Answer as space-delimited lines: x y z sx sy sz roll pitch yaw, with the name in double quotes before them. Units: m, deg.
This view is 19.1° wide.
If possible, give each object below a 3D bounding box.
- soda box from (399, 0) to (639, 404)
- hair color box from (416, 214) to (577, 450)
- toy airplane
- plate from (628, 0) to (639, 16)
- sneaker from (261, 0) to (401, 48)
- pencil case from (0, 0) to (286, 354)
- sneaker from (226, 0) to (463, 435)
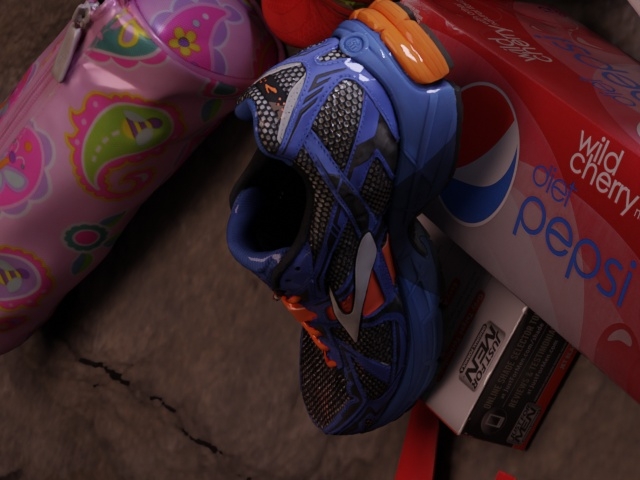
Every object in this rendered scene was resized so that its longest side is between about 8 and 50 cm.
"soda box" 0.119 -0.017 0.766 0.263 0.092 0.083 45 125 50
"hair color box" 0.057 0.030 0.874 0.141 0.043 0.072 43 110 51
"toy airplane" 0.049 0.140 0.848 0.151 0.028 0.151 -23 59 45
"plate" 0.151 -0.209 0.741 0.277 0.045 0.278 94 153 -50
"sneaker" 0.013 -0.159 0.918 0.279 0.118 0.107 158 118 -69
"pencil case" -0.145 -0.053 1.104 0.284 0.124 0.124 -44 44 32
"sneaker" 0.000 0.000 0.794 0.083 0.087 0.221 51 152 43
